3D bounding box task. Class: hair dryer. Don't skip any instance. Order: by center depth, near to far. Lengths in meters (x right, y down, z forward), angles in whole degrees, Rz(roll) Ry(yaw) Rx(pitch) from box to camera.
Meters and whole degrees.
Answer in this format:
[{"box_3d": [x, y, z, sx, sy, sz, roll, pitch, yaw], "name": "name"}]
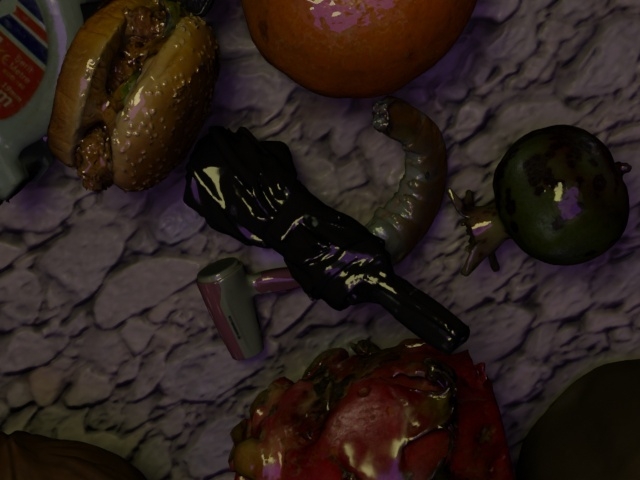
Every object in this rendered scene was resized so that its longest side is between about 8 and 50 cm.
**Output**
[{"box_3d": [-0.046, 0.056, 0.970, 0.154, 0.054, 0.106, -22, 104, 3], "name": "hair dryer"}]

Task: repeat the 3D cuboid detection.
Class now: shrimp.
[{"box_3d": [0.069, -0.055, 0.891, 0.161, 0.049, 0.166, -49, 139, -14], "name": "shrimp"}]

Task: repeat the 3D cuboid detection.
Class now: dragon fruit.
[{"box_3d": [0.043, 0.231, 0.899, 0.291, 0.269, 0.250, -8, 92, 1], "name": "dragon fruit"}]

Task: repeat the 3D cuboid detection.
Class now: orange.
[{"box_3d": [0.036, -0.240, 0.840, 0.224, 0.170, 0.224, 0, 94, -4], "name": "orange"}]

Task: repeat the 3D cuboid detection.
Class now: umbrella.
[{"box_3d": [0.000, 0.000, 0.869, 0.340, 0.118, 0.118, 34, 103, 25], "name": "umbrella"}]

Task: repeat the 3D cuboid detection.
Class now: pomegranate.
[{"box_3d": [0.222, -0.039, 0.899, 0.169, 0.148, 0.148, -16, 103, 44], "name": "pomegranate"}]

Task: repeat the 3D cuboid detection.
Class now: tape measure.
[{"box_3d": [-0.329, -0.197, 0.890, 0.243, 0.125, 0.246, 43, 104, -9], "name": "tape measure"}]

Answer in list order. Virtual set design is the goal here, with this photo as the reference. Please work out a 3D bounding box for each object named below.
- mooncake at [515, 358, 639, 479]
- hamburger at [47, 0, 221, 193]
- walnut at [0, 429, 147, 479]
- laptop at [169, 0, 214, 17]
[{"box_3d": [0.382, 0.320, 0.924, 0.378, 0.201, 0.378, 1, 102, 4], "name": "mooncake"}, {"box_3d": [-0.172, -0.128, 0.844, 0.118, 0.182, 0.191, 27, 68, 8], "name": "hamburger"}, {"box_3d": [-0.324, 0.383, 0.922, 0.354, 0.308, 0.398, 3, 105, -32], "name": "walnut"}, {"box_3d": [-0.165, -0.318, 0.816, 0.207, 0.026, 0.154, 29, 114, -2], "name": "laptop"}]
